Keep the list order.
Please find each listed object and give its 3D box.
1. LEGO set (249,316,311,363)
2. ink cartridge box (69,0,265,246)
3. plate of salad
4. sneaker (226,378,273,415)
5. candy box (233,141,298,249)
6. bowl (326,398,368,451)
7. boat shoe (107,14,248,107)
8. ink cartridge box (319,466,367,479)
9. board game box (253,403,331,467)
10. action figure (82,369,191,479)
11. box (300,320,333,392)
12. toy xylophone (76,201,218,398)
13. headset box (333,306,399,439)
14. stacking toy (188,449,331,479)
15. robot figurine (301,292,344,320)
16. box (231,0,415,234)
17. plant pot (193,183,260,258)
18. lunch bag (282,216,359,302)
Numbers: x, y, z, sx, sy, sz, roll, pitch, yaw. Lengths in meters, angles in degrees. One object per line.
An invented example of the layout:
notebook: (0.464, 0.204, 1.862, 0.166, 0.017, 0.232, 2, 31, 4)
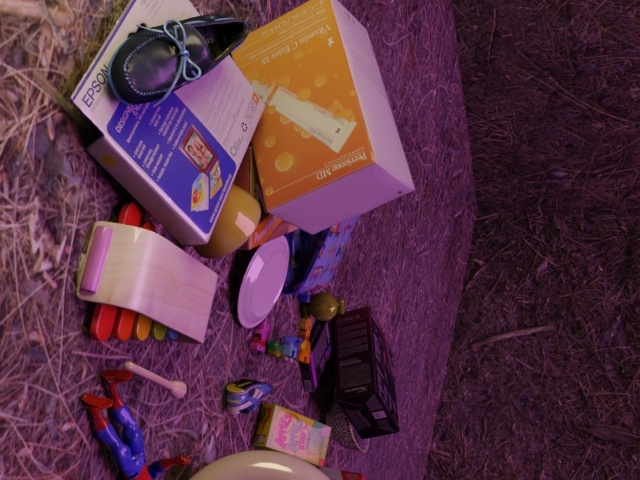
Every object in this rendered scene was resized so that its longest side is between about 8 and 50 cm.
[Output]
LEGO set: (-0.066, 0.208, 1.852, 0.227, 0.087, 0.093, 42, 56, -68)
ink cartridge box: (-0.224, -0.200, 1.276, 0.307, 0.072, 0.304, 50, 46, -37)
plate of salad: (-0.120, 0.078, 1.718, 0.200, 0.048, 0.200, -51, 152, -41)
sneaker: (-0.144, 0.310, 1.710, 0.144, 0.053, 0.059, 1, 93, -62)
candy box: (-0.107, -0.100, 1.645, 0.316, 0.087, 0.183, -25, 117, -68)
bowl: (0.064, 0.484, 2.281, 0.170, 0.080, 0.170, -15, 90, -74)
boat shoe: (-0.193, -0.270, 1.195, 0.258, 0.089, 0.109, -53, 127, -46)
ink cartridge box: (0.041, 0.689, 2.225, 0.072, 0.127, 0.175, 69, 32, -50)
board game box: (-0.059, 0.427, 1.878, 0.181, 0.043, 0.092, 31, 63, -38)
action figure: (-0.253, 0.331, 1.283, 0.091, 0.139, 0.281, -58, 150, -50)
box: (-0.008, 0.278, 2.126, 0.162, 0.029, 0.116, -59, 150, -49)
toy xylophone: (-0.250, 0.100, 1.296, 0.323, 0.081, 0.236, 60, 40, -59)
headset box: (0.118, 0.334, 2.250, 0.218, 0.110, 0.293, 62, 19, -46)
stacking toy: (-0.100, 0.563, 1.636, 0.480, 0.350, 0.351, 84, 14, -81)
robot figurine: (0.006, 0.157, 2.045, 0.115, 0.101, 0.067, 149, -67, -85)
box: (-0.001, -0.219, 1.516, 0.168, 0.214, 0.346, 26, 46, -59)
plant pot: (-0.180, -0.051, 1.417, 0.095, 0.134, 0.134, 50, 46, -41)
lunch bag: (0.000, 0.000, 1.956, 0.221, 0.138, 0.293, -10, 113, -73)
